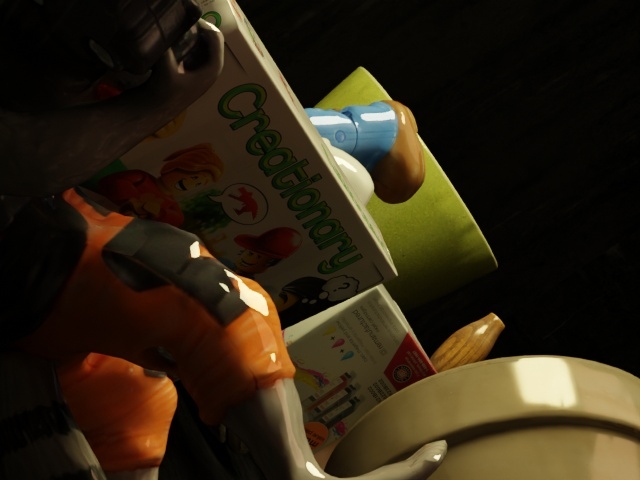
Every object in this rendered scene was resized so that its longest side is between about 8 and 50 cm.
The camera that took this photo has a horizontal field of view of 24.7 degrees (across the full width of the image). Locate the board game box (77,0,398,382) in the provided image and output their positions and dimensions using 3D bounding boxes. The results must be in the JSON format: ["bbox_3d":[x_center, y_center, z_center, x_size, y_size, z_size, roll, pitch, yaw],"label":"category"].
[{"bbox_3d":[-0.087,-0.021,0.920,0.305,0.193,0.053,54,12,-56],"label":"board game box"}]

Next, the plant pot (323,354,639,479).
[{"bbox_3d":[0.172,0.299,1.179,0.323,0.323,0.280,55,18,-40],"label":"plant pot"}]

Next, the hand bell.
[{"bbox_3d":[0.080,0.156,1.375,0.126,0.242,0.126,48,-8,9],"label":"hand bell"}]

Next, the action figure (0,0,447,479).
[{"bbox_3d":[-0.106,-0.010,0.545,0.330,0.178,0.341,51,-24,1],"label":"action figure"}]

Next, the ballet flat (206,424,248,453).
[{"bbox_3d":[-0.106,0.077,1.185,0.250,0.058,0.084,-116,-151,-44],"label":"ballet flat"}]

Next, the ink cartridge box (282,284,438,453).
[{"bbox_3d":[-0.015,0.095,1.302,0.128,0.176,0.127,54,4,-37],"label":"ink cartridge box"}]

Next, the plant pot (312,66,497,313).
[{"bbox_3d":[0.000,0.000,1.639,0.275,0.293,0.275,56,0,0],"label":"plant pot"}]

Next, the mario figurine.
[{"bbox_3d":[-0.082,-0.038,1.097,0.320,0.198,0.170,-1,54,-37],"label":"mario figurine"}]
